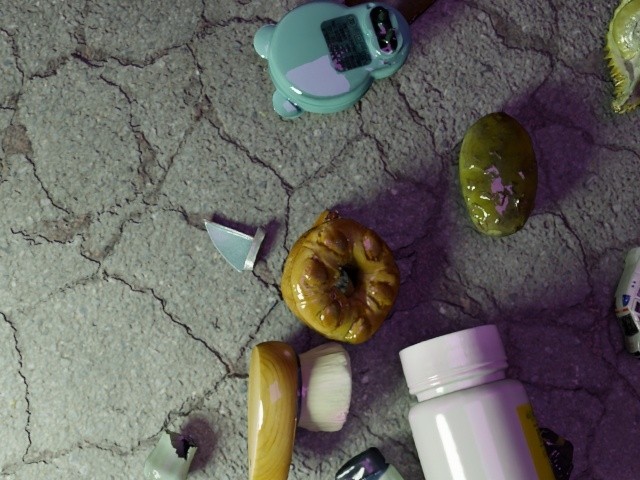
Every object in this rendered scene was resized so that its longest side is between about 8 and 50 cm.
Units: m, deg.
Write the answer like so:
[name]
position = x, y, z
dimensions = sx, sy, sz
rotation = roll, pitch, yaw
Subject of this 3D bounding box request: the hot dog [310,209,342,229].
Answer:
[hot dog]
position = 0.000, 0.000, 1.511
dimensions = 0.056, 0.041, 0.133
rotation = 31, 81, 1

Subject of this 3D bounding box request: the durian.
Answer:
[durian]
position = 0.642, -0.377, 1.544
dimensions = 0.172, 0.166, 0.306
rotation = 21, 91, 2

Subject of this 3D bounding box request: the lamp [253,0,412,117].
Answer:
[lamp]
position = 0.031, -0.353, 1.506
dimensions = 0.284, 0.147, 0.209
rotation = -19, 86, 13

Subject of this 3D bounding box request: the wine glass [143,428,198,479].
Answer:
[wine glass]
position = -0.289, 0.436, 1.414
dimensions = 0.079, 0.079, 0.195
rotation = 26, 82, 0

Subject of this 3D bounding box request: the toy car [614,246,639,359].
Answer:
[toy car]
position = 0.611, 0.116, 1.511
dimensions = 0.108, 0.089, 0.210
rotation = 23, 79, 0

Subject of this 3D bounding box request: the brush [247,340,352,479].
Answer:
[brush]
position = -0.042, 0.309, 1.411
dimensions = 0.166, 0.174, 0.267
rotation = 5, 90, -12

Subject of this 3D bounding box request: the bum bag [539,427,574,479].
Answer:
[bum bag]
position = 0.405, 0.460, 1.463
dimensions = 0.106, 0.060, 0.232
rotation = 4, 86, 6

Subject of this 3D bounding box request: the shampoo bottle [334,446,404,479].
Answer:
[shampoo bottle]
position = 0.155, 0.545, 1.424
dimensions = 0.134, 0.078, 0.359
rotation = -39, 86, 17

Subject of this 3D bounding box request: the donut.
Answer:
[donut]
position = 0.037, 0.072, 1.438
dimensions = 0.226, 0.114, 0.226
rotation = 1, 89, -29

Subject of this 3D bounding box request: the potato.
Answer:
[potato]
position = 0.336, -0.129, 1.515
dimensions = 0.149, 0.113, 0.251
rotation = 4, 83, 1

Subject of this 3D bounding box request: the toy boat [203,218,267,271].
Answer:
[toy boat]
position = -0.169, 0.003, 1.511
dimensions = 0.122, 0.034, 0.096
rotation = 19, 81, 8

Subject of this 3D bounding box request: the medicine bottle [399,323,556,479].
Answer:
[medicine bottle]
position = 0.274, 0.352, 1.385
dimensions = 0.213, 0.213, 0.379
rotation = -15, 76, -6

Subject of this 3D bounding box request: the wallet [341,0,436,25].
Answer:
[wallet]
position = 0.158, -0.498, 1.598
dimensions = 0.255, 0.031, 0.137
rotation = -43, 86, -9
